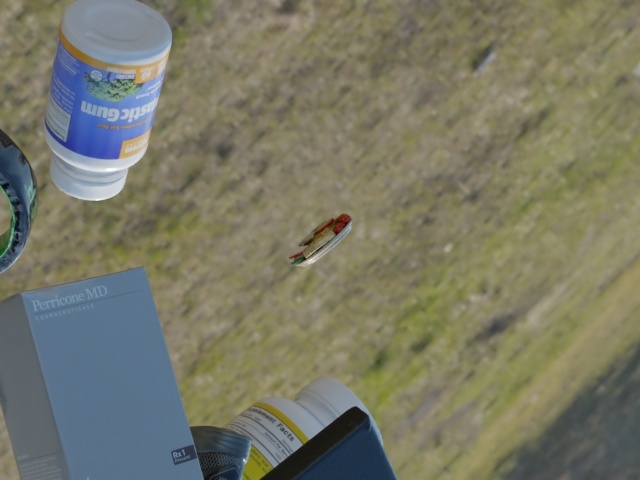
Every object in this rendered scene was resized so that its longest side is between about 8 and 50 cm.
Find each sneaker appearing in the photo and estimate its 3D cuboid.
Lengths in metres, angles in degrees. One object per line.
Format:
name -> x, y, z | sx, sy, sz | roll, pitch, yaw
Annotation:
sneaker -> -0.172, 0.277, 1.557 | 0.227, 0.087, 0.130 | -9, -119, 44

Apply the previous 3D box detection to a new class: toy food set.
toy food set -> 0.000, 0.000, 1.524 | 0.083, 0.020, 0.082 | -46, -170, -37

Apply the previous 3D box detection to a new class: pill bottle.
pill bottle -> -0.083, 0.329, 1.875 | 0.334, 0.188, 0.188 | -34, 163, -26
pill bottle -> -0.305, -0.193, 1.973 | 0.152, 0.152, 0.272 | -32, 150, -44

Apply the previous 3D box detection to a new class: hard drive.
hard drive -> 0.014, 0.188, 0.944 | 0.094, 0.022, 0.135 | -36, 126, -18

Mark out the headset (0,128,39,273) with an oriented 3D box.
headset -> -0.505, -0.058, 1.501 | 0.185, 0.394, 0.243 | -78, -172, -46

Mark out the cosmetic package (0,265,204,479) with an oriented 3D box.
cosmetic package -> -0.189, 0.151, 1.184 | 0.127, 0.238, 0.107 | -15, 179, -38
